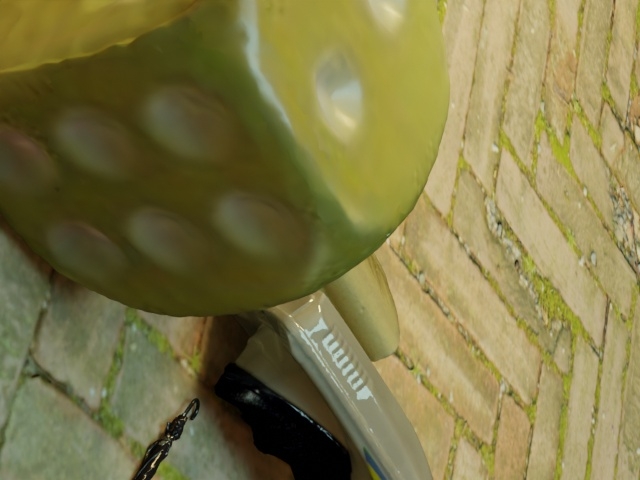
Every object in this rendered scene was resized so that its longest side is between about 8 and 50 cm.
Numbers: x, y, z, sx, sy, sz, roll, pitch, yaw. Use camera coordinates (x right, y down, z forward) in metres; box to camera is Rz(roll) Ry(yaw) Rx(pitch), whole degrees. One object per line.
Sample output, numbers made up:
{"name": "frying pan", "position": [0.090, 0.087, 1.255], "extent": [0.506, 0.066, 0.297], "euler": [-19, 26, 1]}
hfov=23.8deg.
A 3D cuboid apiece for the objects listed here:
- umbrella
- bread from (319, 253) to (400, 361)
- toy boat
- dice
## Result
{"name": "umbrella", "position": [-0.113, 0.147, 1.057], "extent": [0.122, 0.013, 0.022], "euler": [-53, 150, -50]}
{"name": "bread", "position": [0.000, 0.000, 1.197], "extent": [0.178, 0.060, 0.139], "euler": [59, 9, -32]}
{"name": "toy boat", "position": [0.005, 0.157, 1.140], "extent": [0.141, 0.140, 0.270], "euler": [-44, 121, -53]}
{"name": "dice", "position": [-0.071, -0.104, 0.954], "extent": [0.227, 0.238, 0.233], "euler": [58, 40, -34]}
